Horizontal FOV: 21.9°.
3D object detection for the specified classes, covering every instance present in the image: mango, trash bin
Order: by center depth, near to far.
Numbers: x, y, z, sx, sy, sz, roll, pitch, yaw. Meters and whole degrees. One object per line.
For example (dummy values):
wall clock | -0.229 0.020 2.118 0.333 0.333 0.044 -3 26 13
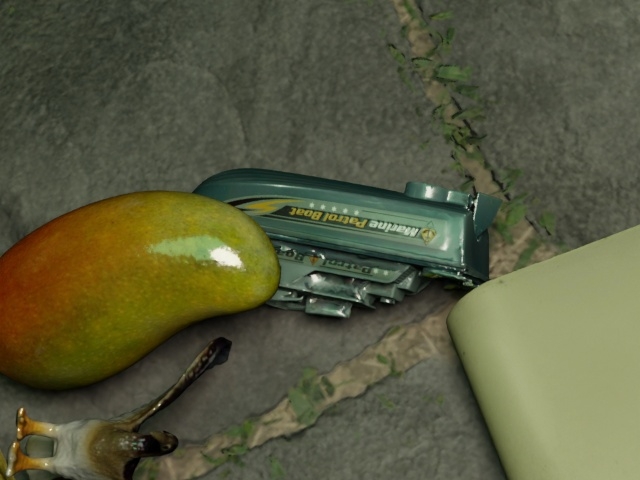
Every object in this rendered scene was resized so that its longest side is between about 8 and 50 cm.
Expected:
trash bin | 0.250 0.128 1.339 0.243 0.121 0.247 -20 61 -2
mango | -0.174 0.036 1.399 0.289 0.129 0.146 -26 56 19

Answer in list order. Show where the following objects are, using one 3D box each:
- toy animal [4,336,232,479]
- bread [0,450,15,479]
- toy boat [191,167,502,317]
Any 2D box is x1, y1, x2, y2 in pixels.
toy animal | -0.172 0.181 1.329 0.160 0.197 0.272 7 72 1
bread | -0.354 0.187 1.371 0.163 0.167 0.264 -31 61 -7
toy boat | 0.001 0.003 1.432 0.296 0.114 0.122 7 82 18
